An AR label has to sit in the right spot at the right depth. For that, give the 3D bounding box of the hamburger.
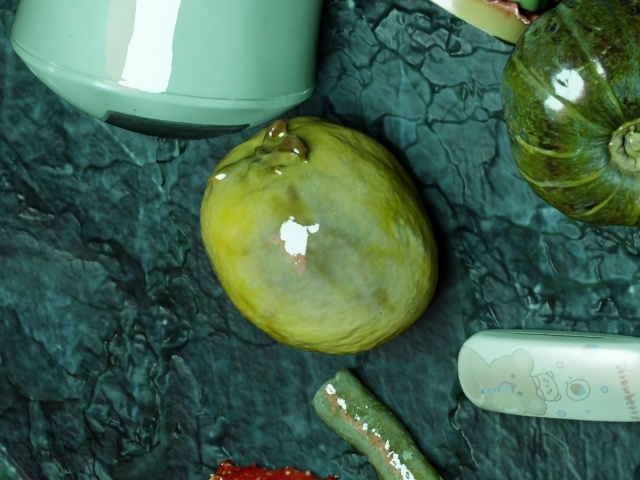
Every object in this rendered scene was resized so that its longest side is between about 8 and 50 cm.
[{"bbox_3d":[0.150,-0.255,1.608,0.175,0.175,0.137,36,105,13],"label":"hamburger"}]

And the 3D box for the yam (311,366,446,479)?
[{"bbox_3d":[0.089,0.234,1.846,0.253,0.061,0.061,49,121,5],"label":"yam"}]

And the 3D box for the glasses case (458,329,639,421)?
[{"bbox_3d":[0.224,0.124,1.747,0.204,0.051,0.081,0,105,27],"label":"glasses case"}]

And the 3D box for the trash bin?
[{"bbox_3d":[-0.114,-0.303,1.658,0.280,0.280,0.432,18,110,21],"label":"trash bin"}]

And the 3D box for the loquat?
[{"bbox_3d":[0.000,0.000,1.717,0.193,0.238,0.238,-28,92,19],"label":"loquat"}]

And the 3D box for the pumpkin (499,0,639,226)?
[{"bbox_3d":[0.254,-0.116,1.587,0.219,0.162,0.219,-9,124,-14],"label":"pumpkin"}]

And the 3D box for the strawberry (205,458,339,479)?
[{"bbox_3d":[-0.049,0.321,1.918,0.286,0.106,0.188,-9,103,28],"label":"strawberry"}]
